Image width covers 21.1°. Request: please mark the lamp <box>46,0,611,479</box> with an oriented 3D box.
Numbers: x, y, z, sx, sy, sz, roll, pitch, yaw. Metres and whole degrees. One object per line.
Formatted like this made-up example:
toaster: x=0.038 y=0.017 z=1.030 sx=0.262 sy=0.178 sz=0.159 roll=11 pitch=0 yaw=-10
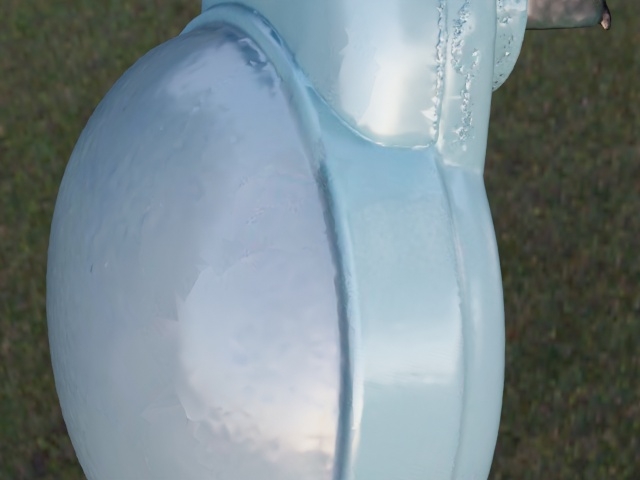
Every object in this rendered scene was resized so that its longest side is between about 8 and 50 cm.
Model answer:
lamp: x=-0.011 y=-0.001 z=0.582 sx=0.147 sy=0.284 sz=0.209 roll=17 pitch=12 yaw=-31
